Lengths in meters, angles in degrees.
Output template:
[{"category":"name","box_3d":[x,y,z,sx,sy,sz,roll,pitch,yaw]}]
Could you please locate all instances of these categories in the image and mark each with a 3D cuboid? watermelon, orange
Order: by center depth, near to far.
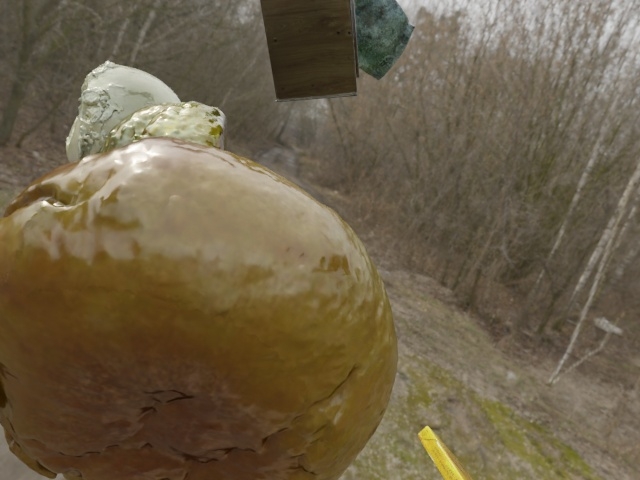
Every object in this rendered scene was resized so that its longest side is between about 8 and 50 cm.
[{"category":"orange","box_3d":[-0.277,-0.120,0.975,0.211,0.270,0.369,24,-10,-10]},{"category":"watermelon","box_3d":[0.063,-0.624,1.470,0.387,0.228,0.258,37,16,-16]}]

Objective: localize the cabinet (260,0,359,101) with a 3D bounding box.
[{"category":"cabinet","box_3d":[-0.016,-0.363,0.931,0.148,0.215,0.174,-4,27,7]}]

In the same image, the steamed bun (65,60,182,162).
[{"category":"steamed bun","box_3d":[-0.493,-0.289,1.458,0.312,0.333,0.233,8,7,-30]}]

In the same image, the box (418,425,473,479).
[{"category":"box","box_3d":[0.307,0.530,1.196,0.152,0.043,0.269,51,-1,-11]}]

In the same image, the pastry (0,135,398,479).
[{"category":"pastry","box_3d":[-0.108,0.092,0.440,0.356,0.355,0.163,21,32,-5]}]
